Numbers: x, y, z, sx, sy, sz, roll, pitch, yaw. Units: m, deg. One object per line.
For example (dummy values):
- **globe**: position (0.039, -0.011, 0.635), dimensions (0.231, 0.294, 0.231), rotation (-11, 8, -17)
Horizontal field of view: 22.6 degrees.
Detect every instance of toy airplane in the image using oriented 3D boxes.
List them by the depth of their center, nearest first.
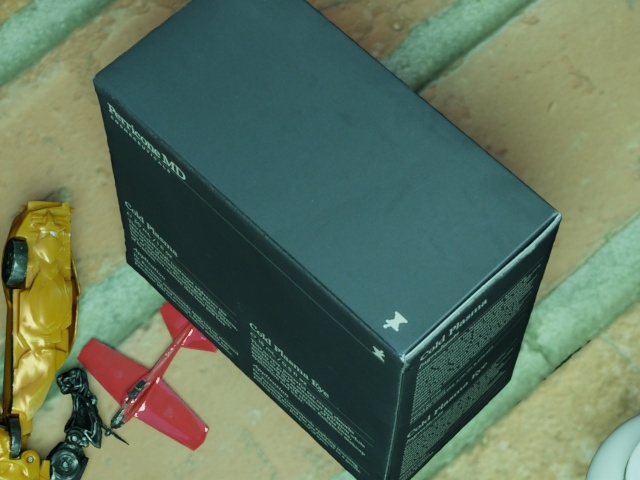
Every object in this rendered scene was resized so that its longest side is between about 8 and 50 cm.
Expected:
- **toy airplane**: position (-0.148, 0.121, 1.474), dimensions (0.151, 0.028, 0.151), rotation (-2, 70, 5)

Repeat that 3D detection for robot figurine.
- **robot figurine**: position (-0.299, 0.106, 1.430), dimensions (0.211, 0.085, 0.291), rotation (5, 81, -26)

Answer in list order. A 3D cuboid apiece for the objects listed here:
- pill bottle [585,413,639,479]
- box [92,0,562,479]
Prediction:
- **pill bottle**: position (0.277, 0.217, 1.262), dimensions (0.146, 0.264, 0.146), rotation (-2, 70, 6)
- **box**: position (0.000, 0.000, 1.338), dimensions (0.343, 0.312, 0.179), rotation (42, 69, 18)
